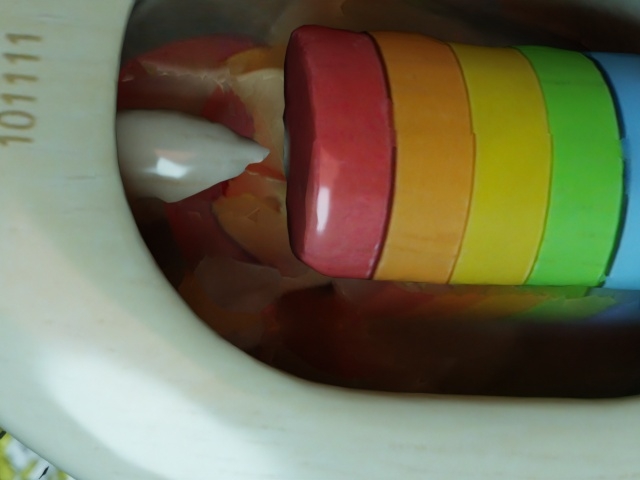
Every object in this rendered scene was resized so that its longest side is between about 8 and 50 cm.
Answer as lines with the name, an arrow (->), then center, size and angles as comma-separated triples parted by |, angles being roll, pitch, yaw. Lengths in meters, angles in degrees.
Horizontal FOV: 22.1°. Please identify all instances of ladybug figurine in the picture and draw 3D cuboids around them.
ladybug figurine -> 0.043, -0.018, 0.628 | 0.449, 0.162, 0.305 | 7, 73, -17
